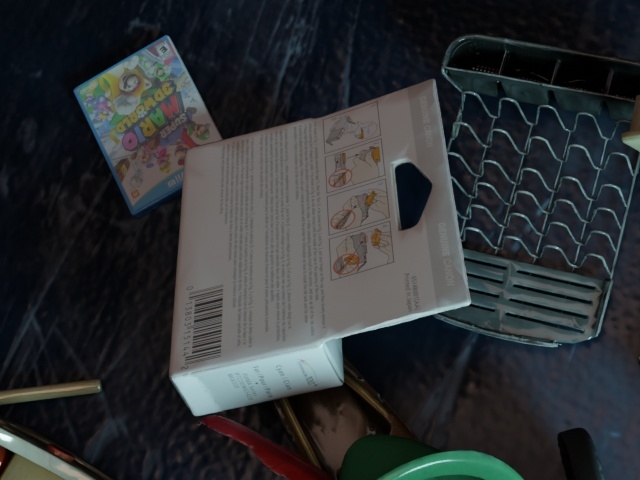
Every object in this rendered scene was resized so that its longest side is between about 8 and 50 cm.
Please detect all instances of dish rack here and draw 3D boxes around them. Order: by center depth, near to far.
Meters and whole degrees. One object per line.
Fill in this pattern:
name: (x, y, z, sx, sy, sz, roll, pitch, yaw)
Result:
dish rack: (0.192, -0.044, 1.158, 0.208, 0.074, 0.271, 13, 77, 18)

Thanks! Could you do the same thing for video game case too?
video game case: (-0.176, -0.120, 1.301, 0.119, 0.015, 0.166, -29, 69, 3)

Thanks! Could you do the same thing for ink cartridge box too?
ink cartridge box: (0.000, 0.000, 1.125, 0.261, 0.066, 0.296, -14, 44, 12)

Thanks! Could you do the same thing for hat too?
hat: (0.049, 0.184, 1.036, 0.173, 0.208, 0.183, -50, 35, 13)

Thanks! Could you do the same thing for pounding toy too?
pounding toy: (-0.258, 0.191, 1.151, 0.269, 0.154, 0.155, 27, 81, 19)

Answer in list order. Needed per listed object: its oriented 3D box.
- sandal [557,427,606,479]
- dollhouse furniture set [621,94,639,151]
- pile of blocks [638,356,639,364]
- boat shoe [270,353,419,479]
sandal: (0.212, 0.369, 0.974, 0.107, 0.167, 0.445, -9, 72, 7)
dollhouse furniture set: (0.369, -0.059, 1.031, 0.182, 0.161, 0.101, -5, 67, 54)
pile of blocks: (0.452, 0.076, 1.036, 0.362, 0.112, 0.149, -12, 71, 9)
boat shoe: (0.045, 0.208, 1.098, 0.111, 0.104, 0.307, -43, 69, -2)
